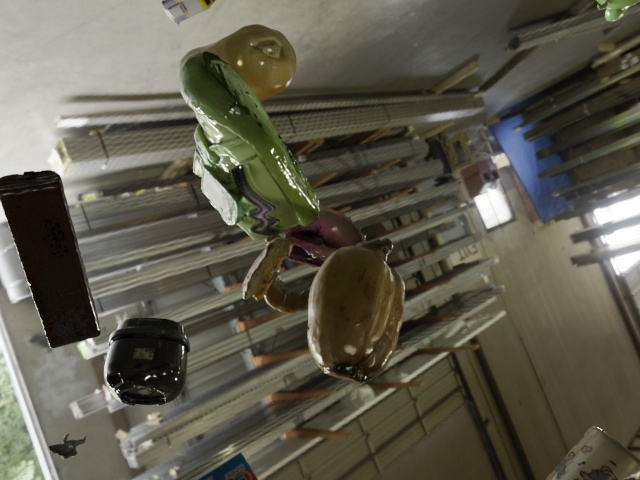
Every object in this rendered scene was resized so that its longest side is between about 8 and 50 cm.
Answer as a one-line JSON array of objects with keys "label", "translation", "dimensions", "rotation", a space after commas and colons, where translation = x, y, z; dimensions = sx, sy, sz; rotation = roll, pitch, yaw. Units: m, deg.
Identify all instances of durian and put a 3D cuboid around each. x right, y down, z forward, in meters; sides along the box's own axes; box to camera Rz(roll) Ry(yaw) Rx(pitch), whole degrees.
[{"label": "durian", "translation": [-0.001, -0.005, 1.316], "dimensions": [0.186, 0.260, 0.154], "rotation": [-58, -165, -11]}]

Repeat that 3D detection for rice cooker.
[{"label": "rice cooker", "translation": [-0.529, 0.374, 1.569], "dimensions": [0.267, 0.224, 0.267], "rotation": [-1, 142, -1]}]

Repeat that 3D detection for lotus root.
[{"label": "lotus root", "translation": [0.048, 0.078, 0.662], "dimensions": [0.118, 0.221, 0.125], "rotation": [-7, 141, 26]}]

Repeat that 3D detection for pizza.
[{"label": "pizza", "translation": [-0.111, 0.061, 1.056], "dimensions": [0.161, 0.062, 0.182], "rotation": [-56, -173, -32]}]

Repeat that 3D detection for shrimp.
[{"label": "shrimp", "translation": [-0.062, 0.086, 1.185], "dimensions": [0.166, 0.161, 0.049], "rotation": [-18, 176, 8]}]

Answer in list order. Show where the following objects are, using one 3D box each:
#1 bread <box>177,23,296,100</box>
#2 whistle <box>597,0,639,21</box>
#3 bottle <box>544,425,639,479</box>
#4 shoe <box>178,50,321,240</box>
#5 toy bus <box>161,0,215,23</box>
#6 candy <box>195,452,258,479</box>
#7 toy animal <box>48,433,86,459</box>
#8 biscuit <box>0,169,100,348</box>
[{"label": "bread", "translation": [-0.289, -0.608, 1.833], "dimensions": [0.376, 0.253, 0.348], "rotation": [-9, -163, 33]}, {"label": "whistle", "translation": [0.449, -0.414, 0.706], "dimensions": [0.227, 0.085, 0.105], "rotation": [-56, 139, -1]}, {"label": "bottle", "translation": [0.326, 0.349, 0.666], "dimensions": [0.209, 0.097, 0.110], "rotation": [-49, -160, 1]}, {"label": "shoe", "translation": [-0.084, -0.087, 0.600], "dimensions": [0.128, 0.140, 0.262], "rotation": [-43, 140, -1]}, {"label": "toy bus", "translation": [-0.258, -0.467, 1.000], "dimensions": [0.102, 0.052, 0.058], "rotation": [-7, -132, 31]}, {"label": "candy", "translation": [-0.143, 0.584, 0.974], "dimensions": [0.157, 0.306, 0.100], "rotation": [-24, 143, -25]}, {"label": "toy animal", "translation": [-0.392, 0.318, 0.797], "dimensions": [0.050, 0.028, 0.084], "rotation": [-42, 166, -28]}, {"label": "biscuit", "translation": [-0.540, 0.047, 1.034], "dimensions": [0.107, 0.388, 0.073], "rotation": [-13, -146, -23]}]
